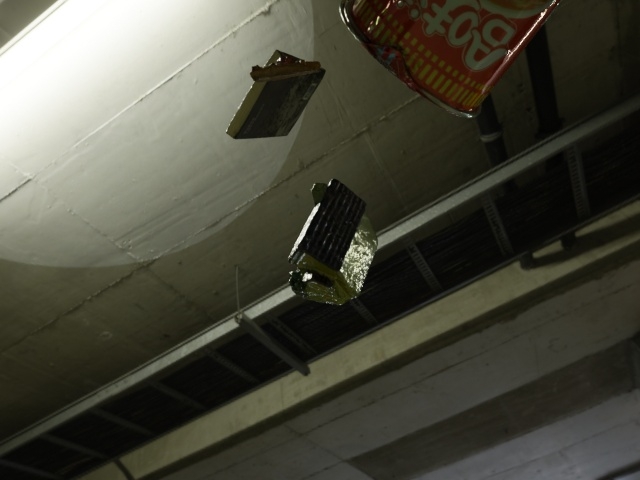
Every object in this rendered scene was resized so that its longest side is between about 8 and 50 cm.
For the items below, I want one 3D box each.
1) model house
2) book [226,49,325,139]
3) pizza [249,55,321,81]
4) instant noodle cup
[{"bbox_3d":[0.000,0.000,0.869,0.170,0.194,0.211,9,-33,29],"label":"model house"},{"bbox_3d":[-0.072,-0.256,0.760,0.024,0.228,0.160,41,-66,5],"label":"book"},{"bbox_3d":[-0.046,-0.208,0.504,0.083,0.078,0.025,-13,-69,-9],"label":"pizza"},{"bbox_3d":[0.152,-0.254,0.378,0.193,0.193,0.212,19,-45,-25],"label":"instant noodle cup"}]
